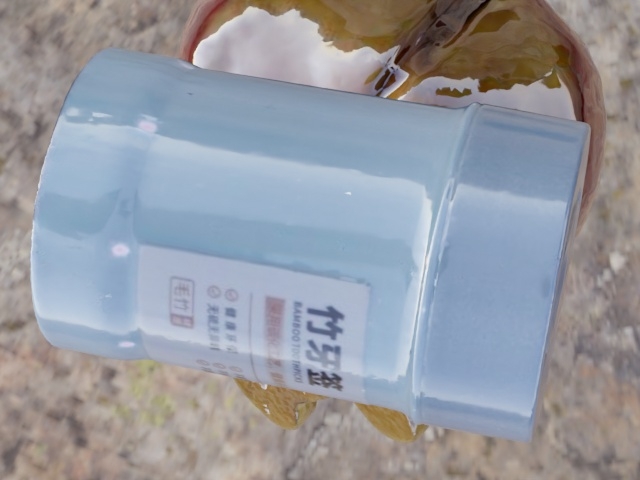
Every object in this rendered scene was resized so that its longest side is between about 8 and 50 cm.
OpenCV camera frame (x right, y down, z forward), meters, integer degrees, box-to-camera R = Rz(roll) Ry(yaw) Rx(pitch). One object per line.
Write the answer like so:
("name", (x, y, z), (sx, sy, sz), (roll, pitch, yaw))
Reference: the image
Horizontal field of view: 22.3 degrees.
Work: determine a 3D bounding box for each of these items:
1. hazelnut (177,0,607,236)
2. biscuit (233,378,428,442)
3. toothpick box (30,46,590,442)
("hazelnut", (0.038, -0.067, 0.782), (0.212, 0.181, 0.181), (33, 137, 6))
("biscuit", (0.003, 0.033, 0.732), (0.138, 0.031, 0.205), (53, 152, -11))
("toothpick box", (0.000, 0.000, 0.506), (0.153, 0.101, 0.101), (10, 115, 11))
